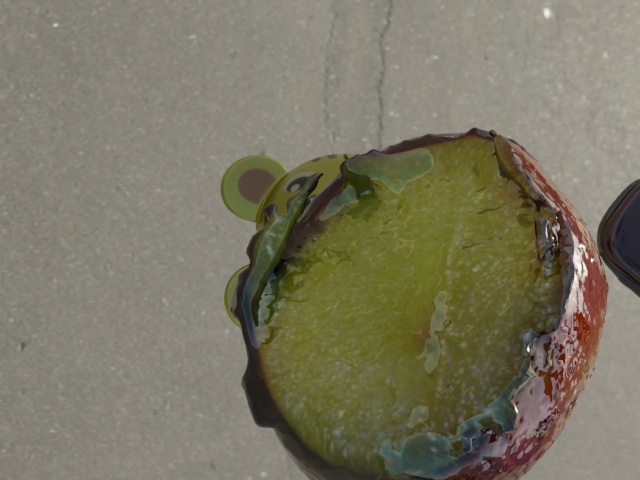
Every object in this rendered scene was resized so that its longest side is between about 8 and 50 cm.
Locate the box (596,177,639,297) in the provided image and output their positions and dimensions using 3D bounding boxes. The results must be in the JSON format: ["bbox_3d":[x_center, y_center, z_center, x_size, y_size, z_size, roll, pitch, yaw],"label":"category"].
[{"bbox_3d":[0.805,0.042,2.155,0.404,0.108,0.263,40,82,-1],"label":"box"}]

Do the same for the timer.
[{"bbox_3d":[0.000,0.000,1.891,0.386,0.376,0.376,1,87,-8],"label":"timer"}]

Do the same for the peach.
[{"bbox_3d":[0.111,0.086,0.960,0.416,0.339,0.353,-35,112,-58],"label":"peach"}]
